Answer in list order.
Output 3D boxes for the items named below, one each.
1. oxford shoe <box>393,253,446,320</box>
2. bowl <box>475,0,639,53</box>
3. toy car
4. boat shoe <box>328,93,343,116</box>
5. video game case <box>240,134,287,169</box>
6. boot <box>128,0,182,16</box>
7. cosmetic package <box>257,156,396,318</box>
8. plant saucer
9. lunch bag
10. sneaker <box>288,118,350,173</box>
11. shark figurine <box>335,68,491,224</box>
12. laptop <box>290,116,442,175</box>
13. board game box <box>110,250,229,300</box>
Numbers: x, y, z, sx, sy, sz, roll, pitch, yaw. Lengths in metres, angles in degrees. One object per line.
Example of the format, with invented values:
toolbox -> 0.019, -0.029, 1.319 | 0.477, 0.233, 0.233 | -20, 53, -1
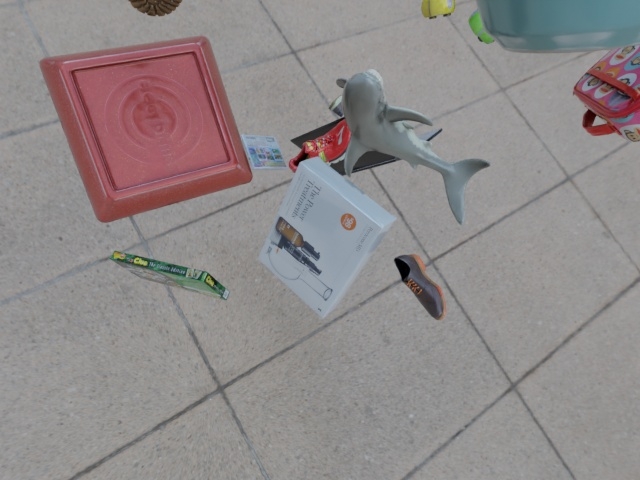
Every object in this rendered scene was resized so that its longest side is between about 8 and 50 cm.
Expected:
oxford shoe -> 0.340, 0.163, 1.449 | 0.098, 0.096, 0.271 | 2, 45, -32
bowl -> 0.314, -0.319, 0.481 | 0.312, 0.163, 0.311 | -7, 30, 4
toy car -> 0.402, -0.628, 1.107 | 0.225, 0.239, 0.053 | 54, 47, -2
boat shoe -> 0.120, -0.547, 1.629 | 0.073, 0.080, 0.223 | 51, 55, -5
video game case -> -0.209, -0.326, 1.543 | 0.157, 0.019, 0.143 | -10, 73, -44
boot -> -0.155, -0.292, 0.383 | 0.059, 0.158, 0.084 | -4, 68, -24
cosmetic package -> 0.000, 0.000, 1.179 | 0.284, 0.377, 0.097 | 39, 37, 14
plant saucer -> -0.260, -0.186, 0.653 | 0.259, 0.048, 0.258 | -20, 98, -22
lunch bag -> 0.688, -0.336, 0.892 | 0.120, 0.258, 0.293 | 38, 31, -13
sneaker -> 0.002, -0.304, 1.381 | 0.118, 0.279, 0.107 | 15, 47, -44
shark figurine -> 0.092, -0.123, 0.570 | 0.278, 0.166, 0.116 | 27, 97, -38
laptop -> 0.178, -0.404, 1.601 | 0.408, 0.382, 0.236 | -39, 111, -34
board game box -> -0.362, 0.086, 1.005 | 0.260, 0.136, 0.030 | 11, 64, 16
